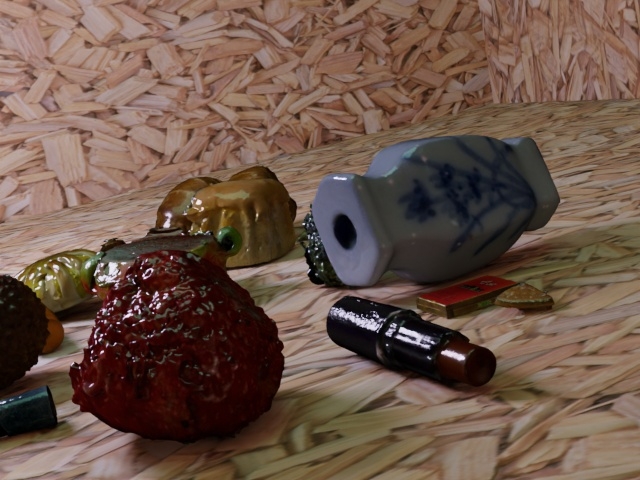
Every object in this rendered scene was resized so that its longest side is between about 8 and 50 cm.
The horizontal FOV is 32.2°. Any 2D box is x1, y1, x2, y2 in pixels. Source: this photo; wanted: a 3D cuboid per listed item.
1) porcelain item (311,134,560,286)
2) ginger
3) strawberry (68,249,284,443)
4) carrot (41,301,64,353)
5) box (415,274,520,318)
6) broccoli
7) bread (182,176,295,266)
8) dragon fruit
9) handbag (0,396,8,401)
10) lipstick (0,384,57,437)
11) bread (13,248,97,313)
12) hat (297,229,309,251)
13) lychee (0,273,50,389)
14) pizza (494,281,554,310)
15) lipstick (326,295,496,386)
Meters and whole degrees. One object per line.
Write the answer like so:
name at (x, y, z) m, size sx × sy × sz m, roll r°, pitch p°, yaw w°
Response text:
porcelain item at (0.200, -0.058, 1.838) m, size 0.405 × 0.242 × 0.178 m, roll -16°, pitch -13°, yaw -32°
ginger at (-0.214, -0.049, 2.456) m, size 0.358 × 0.152 × 0.274 m, roll -15°, pitch 31°, yaw -19°
strawberry at (-0.175, 0.122, 1.339) m, size 0.274 × 0.220 × 0.274 m, roll -9°, pitch 7°, yaw 1°
carrot at (-0.496, 0.142, 1.904) m, size 0.087 × 0.087 × 0.193 m, roll -19°, pitch 16°, yaw -35°
box at (0.222, 0.084, 1.663) m, size 0.133 × 0.023 × 0.090 m, roll -15°, pitch 14°, yaw -20°
broccoli at (0.092, -0.004, 1.995) m, size 0.146 × 0.164 × 0.304 m, roll -12°, pitch -3°, yaw 34°
bread at (-0.140, -0.033, 2.243) m, size 0.252 × 0.174 × 0.133 m, roll -12°, pitch 13°, yaw -32°
dragon fruit at (-0.281, 0.055, 2.001) m, size 0.295 × 0.130 × 0.268 m, roll -9°, pitch 11°, yaw 9°
handbag at (-0.463, 0.240, 1.517) m, size 0.083 × 0.027 × 0.061 m, roll -13°, pitch 11°, yaw -25°
lipstick at (-0.463, 0.243, 1.433) m, size 0.234 × 0.053 × 0.053 m, roll -14°, pitch 11°, yaw -9°
bread at (-0.497, 0.077, 2.111) m, size 0.213 × 0.104 × 0.213 m, roll -23°, pitch 5°, yaw 2°
hat at (0.000, 0.000, 2.211) m, size 0.077 × 0.059 × 0.076 m, roll -9°, pitch 26°, yaw 34°
lychee at (-0.512, 0.135, 1.669) m, size 0.200 × 0.200 × 0.238 m, roll -9°, pitch 34°, yaw 11°
pizza at (0.293, 0.084, 1.585) m, size 0.083 × 0.025 × 0.078 m, roll -1°, pitch 18°, yaw 14°
lipstick at (0.109, 0.128, 1.397) m, size 0.081 × 0.081 × 0.300 m, roll -16°, pitch 15°, yaw -28°
